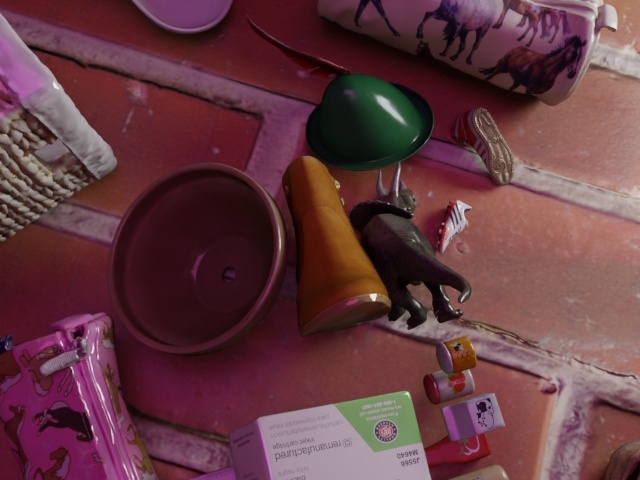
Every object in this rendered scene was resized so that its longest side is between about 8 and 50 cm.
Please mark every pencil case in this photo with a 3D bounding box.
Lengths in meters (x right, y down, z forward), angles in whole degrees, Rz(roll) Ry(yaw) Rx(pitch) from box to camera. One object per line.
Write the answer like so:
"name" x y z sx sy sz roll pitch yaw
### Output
"pencil case" -0.247 0.277 0.838 0.160 0.167 0.386 -24 75 0
"pencil case" 0.194 -0.332 1.061 0.410 0.183 0.160 22 71 3

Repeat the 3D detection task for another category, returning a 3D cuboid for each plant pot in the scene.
"plant pot" -0.137 0.032 0.940 0.237 0.110 0.237 -7 70 20

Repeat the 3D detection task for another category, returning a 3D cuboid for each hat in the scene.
"hat" 0.045 -0.211 0.988 0.208 0.183 0.173 -23 52 -8

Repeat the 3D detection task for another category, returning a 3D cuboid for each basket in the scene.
"basket" -0.462 -0.168 0.887 0.266 0.328 0.331 -41 86 -9

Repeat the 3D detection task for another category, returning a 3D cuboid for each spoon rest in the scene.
"spoon rest" -0.264 -0.383 1.105 0.276 0.084 0.137 15 71 3

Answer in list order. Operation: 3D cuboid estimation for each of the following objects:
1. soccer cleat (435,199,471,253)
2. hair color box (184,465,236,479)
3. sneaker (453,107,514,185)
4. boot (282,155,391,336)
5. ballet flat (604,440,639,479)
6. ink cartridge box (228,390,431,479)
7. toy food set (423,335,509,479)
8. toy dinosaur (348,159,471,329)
"soccer cleat" 0.184 -0.018 1.035 0.035 0.029 0.083 18 67 8
"hair color box" -0.095 0.352 0.883 0.093 0.053 0.167 -15 74 -9
"sneaker" 0.232 -0.134 1.075 0.042 0.067 0.118 -31 106 -15
"boot" 0.001 0.000 0.879 0.104 0.295 0.211 -14 82 -4
"ballet flat" 0.349 0.380 0.869 0.107 0.106 0.316 19 72 3
"ink cartridge box" 0.027 0.325 0.837 0.198 0.115 0.273 -4 70 -27
"toy food set" 0.158 0.241 0.901 0.104 0.111 0.232 -15 80 -8
"toy dinosaur" 0.097 0.022 0.925 0.121 0.313 0.160 -32 103 10
